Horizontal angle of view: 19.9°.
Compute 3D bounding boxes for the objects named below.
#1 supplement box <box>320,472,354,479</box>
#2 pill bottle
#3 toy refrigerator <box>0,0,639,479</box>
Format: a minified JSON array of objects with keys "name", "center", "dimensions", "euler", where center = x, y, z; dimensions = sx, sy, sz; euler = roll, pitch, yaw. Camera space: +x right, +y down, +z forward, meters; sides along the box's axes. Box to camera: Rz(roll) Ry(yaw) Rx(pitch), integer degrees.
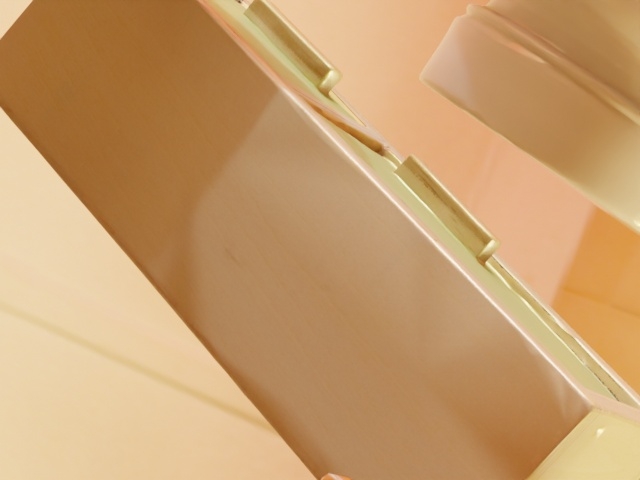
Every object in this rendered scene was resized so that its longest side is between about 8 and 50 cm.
[{"name":"supplement box","center":[0.081,0.150,0.509],"dimensions":[0.233,0.078,0.080],"euler":[29,-88,-32]},{"name":"pill bottle","center":[0.239,-0.207,0.997],"dimensions":[0.229,0.229,0.408],"euler":[31,-83,-34]},{"name":"toy refrigerator","center":[0.000,0.000,0.668],"dimensions":[0.094,0.269,0.102],"euler":[-48,-28,10]}]
